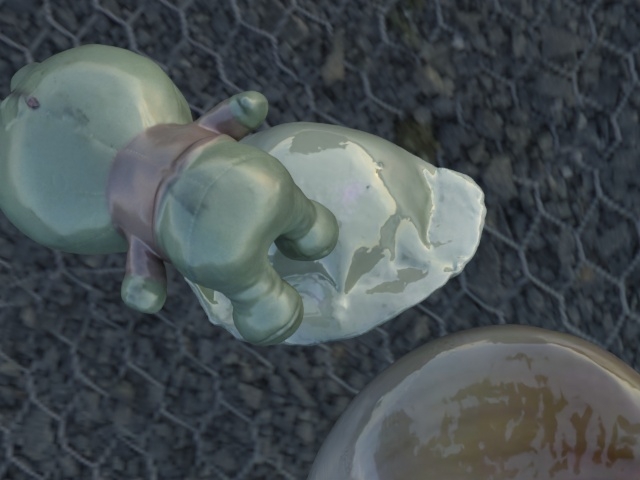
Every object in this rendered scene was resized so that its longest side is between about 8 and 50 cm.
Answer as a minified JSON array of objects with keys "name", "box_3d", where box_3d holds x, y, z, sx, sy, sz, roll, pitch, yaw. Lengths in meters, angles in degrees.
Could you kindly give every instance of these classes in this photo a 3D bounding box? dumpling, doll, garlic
[{"name":"dumpling","box_3d":[0.000,0.000,1.180,0.252,0.131,0.179,6,54,-2]},{"name":"doll","box_3d":[-0.114,-0.046,0.961,0.275,0.113,0.155,31,82,20]},{"name":"garlic","box_3d":[0.136,0.207,1.152,0.340,0.231,0.246,-30,56,6]}]
